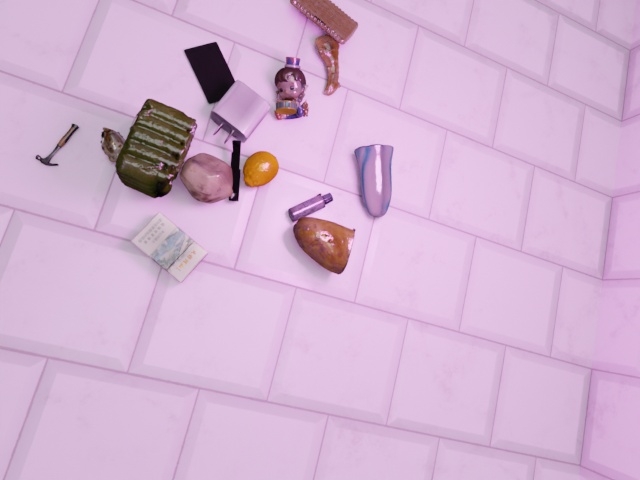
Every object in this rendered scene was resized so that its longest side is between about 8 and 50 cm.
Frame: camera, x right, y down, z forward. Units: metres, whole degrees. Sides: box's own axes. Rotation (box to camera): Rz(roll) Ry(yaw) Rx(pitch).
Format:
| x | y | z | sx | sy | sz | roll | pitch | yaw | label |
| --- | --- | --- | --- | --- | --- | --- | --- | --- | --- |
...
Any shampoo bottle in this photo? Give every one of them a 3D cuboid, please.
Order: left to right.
| x | y | z | sx | sy | sz | roll | pitch | yaw | label |
| --- | --- | --- | --- | --- | --- | --- | --- | --- | --- |
| -0.042 | -0.156 | 1.955 | 0.214 | 0.072 | 0.072 | -27 | 91 | -18 | shampoo bottle |

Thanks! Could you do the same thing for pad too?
| x | y | z | sx | sy | sz | roll | pitch | yaw | label |
| --- | --- | --- | --- | --- | --- | --- | --- | --- | --- |
| -0.480 | -0.749 | 1.926 | 0.159 | 0.009 | 0.265 | -25 | 91 | -21 | pad |

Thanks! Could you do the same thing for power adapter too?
| x | y | z | sx | sy | sz | roll | pitch | yaw | label |
| --- | --- | --- | --- | --- | --- | --- | --- | --- | --- |
| -0.365 | -0.535 | 1.872 | 0.187 | 0.124 | 0.255 | 37 | 75 | -9 | power adapter |

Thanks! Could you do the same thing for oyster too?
| x | y | z | sx | sy | sz | roll | pitch | yaw | label |
| --- | --- | --- | --- | --- | --- | --- | --- | --- | --- |
| -0.834 | -0.389 | 1.749 | 0.103 | 0.051 | 0.148 | -20 | 105 | -21 | oyster |

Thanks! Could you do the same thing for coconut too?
| x | y | z | sx | sy | sz | roll | pitch | yaw | label |
| --- | --- | --- | --- | --- | --- | --- | --- | --- | --- |
| -0.457 | -0.248 | 1.767 | 0.224 | 0.224 | 0.224 | 2 | 83 | -17 | coconut |

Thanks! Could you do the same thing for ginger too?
| x | y | z | sx | sy | sz | roll | pitch | yaw | label |
| --- | --- | --- | --- | --- | --- | --- | --- | --- | --- |
| 0.038 | -0.842 | 2.060 | 0.131 | 0.086 | 0.295 | -2 | 88 | -39 | ginger |

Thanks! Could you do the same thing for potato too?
| x | y | z | sx | sy | sz | roll | pitch | yaw | label |
| --- | --- | --- | --- | --- | --- | --- | --- | --- | --- |
| 0.000 | 0.000 | 1.875 | 0.266 | 0.229 | 0.229 | 24 | 77 | -10 | potato |

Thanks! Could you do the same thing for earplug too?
| x | y | z | sx | sy | sz | roll | pitch | yaw | label |
| --- | --- | --- | --- | --- | --- | --- | --- | --- | --- |
| 0.255 | -0.269 | 2.015 | 0.184 | 0.185 | 0.324 | -2 | 90 | -17 | earplug |

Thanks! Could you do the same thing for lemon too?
| x | y | z | sx | sy | sz | roll | pitch | yaw | label |
| --- | --- | --- | --- | --- | --- | --- | --- | --- | --- |
| -0.263 | -0.307 | 1.869 | 0.142 | 0.142 | 0.187 | 44 | 75 | -8 | lemon |

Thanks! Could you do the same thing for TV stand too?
| x | y | z | sx | sy | sz | roll | pitch | yaw | label |
| --- | --- | --- | --- | --- | --- | --- | --- | --- | --- |
| -0.363 | -0.297 | 1.841 | 0.040 | 0.049 | 0.257 | 3 | 102 | -17 | TV stand |

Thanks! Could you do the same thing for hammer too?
| x | y | z | sx | sy | sz | roll | pitch | yaw | label |
| --- | --- | --- | --- | --- | --- | --- | --- | --- | --- |
| -1.024 | -0.377 | 1.705 | 0.078 | 0.021 | 0.201 | 35 | 76 | -10 | hammer |

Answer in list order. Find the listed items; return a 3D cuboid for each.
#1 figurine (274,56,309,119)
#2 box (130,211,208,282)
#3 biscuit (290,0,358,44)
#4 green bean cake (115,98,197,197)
| x | y | z | sx | sy | sz | roll | pitch | yaw | label |
| --- | --- | --- | --- | --- | --- | --- | --- | --- | --- |
| -0.137 | -0.684 | 1.944 | 0.161 | 0.158 | 0.276 | -5 | 85 | 22 | figurine |
| -0.611 | 0.030 | 1.756 | 0.256 | 0.069 | 0.164 | 41 | 74 | -8 | box |
| 0.022 | -1.086 | 2.076 | 0.324 | 0.044 | 0.217 | 35 | 53 | -9 | biscuit |
| -0.625 | -0.346 | 1.674 | 0.218 | 0.319 | 0.335 | 25 | 81 | -16 | green bean cake |
